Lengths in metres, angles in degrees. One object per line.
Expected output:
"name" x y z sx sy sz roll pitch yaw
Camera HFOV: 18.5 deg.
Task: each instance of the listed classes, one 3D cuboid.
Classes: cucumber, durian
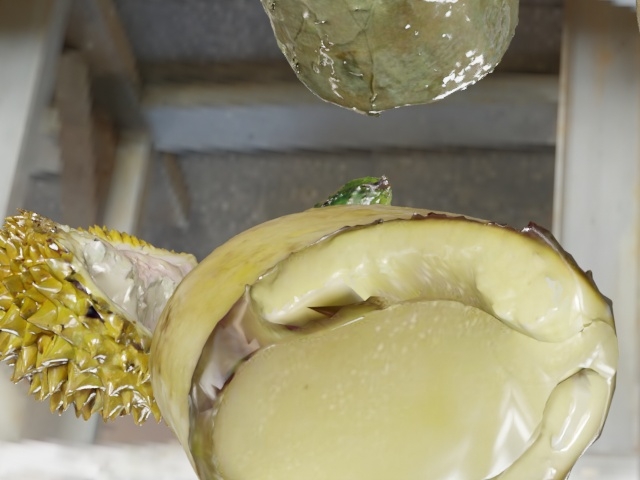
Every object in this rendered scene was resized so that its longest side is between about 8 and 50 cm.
"cucumber" 0.000 0.000 1.915 0.069 0.069 0.227 25 136 -27
"durian" -0.159 0.067 1.390 0.138 0.183 0.249 -28 166 7

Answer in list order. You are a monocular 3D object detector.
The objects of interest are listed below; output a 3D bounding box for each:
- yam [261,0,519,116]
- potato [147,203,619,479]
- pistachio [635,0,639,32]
"yam" 0.020 -0.210 1.140 0.161 0.161 0.268 -4 141 17
"potato" 0.016 0.076 1.208 0.285 0.242 0.242 -23 157 -24
"pistachio" 0.273 -0.106 1.190 0.129 0.206 0.131 -26 179 8
